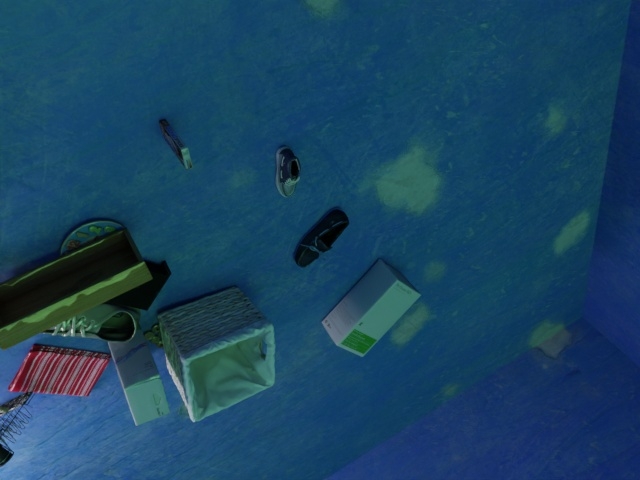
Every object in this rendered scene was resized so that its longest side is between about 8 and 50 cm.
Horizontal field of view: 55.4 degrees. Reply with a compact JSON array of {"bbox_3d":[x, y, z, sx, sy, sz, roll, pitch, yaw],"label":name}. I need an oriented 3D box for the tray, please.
[{"bbox_3d":[-0.687,0.123,1.665,0.411,0.203,0.076,-26,130,-17],"label":"tray"}]

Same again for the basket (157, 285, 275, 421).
[{"bbox_3d":[-0.354,0.379,2.110,0.331,0.266,0.328,-19,133,-25],"label":"basket"}]

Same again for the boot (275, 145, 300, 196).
[{"bbox_3d":[-0.100,-0.201,1.940,0.069,0.086,0.190,-22,134,-17],"label":"boot"}]

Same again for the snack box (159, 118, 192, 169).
[{"bbox_3d":[-0.387,-0.259,1.631,0.022,0.178,0.064,-24,135,-19],"label":"snack box"}]

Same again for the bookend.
[{"bbox_3d":[-0.578,0.124,1.901,0.157,0.072,0.156,21,110,-42],"label":"bookend"}]

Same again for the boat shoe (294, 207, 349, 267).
[{"bbox_3d":[0.000,0.000,2.173,0.109,0.089,0.258,19,113,-42],"label":"boat shoe"}]

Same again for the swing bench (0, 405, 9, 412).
[{"bbox_3d":[-1.098,0.464,1.742,0.165,0.254,0.253,-61,149,-32],"label":"swing bench"}]

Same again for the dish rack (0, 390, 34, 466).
[{"bbox_3d":[-0.983,0.588,1.865,0.208,0.271,0.074,-26,114,18],"label":"dish rack"}]

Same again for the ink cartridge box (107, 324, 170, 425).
[{"bbox_3d":[-0.599,0.426,1.988,0.117,0.278,0.201,-19,133,-21],"label":"ink cartridge box"}]

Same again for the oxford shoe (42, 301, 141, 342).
[{"bbox_3d":[-0.747,0.227,1.836,0.449,0.130,0.169,13,119,-38],"label":"oxford shoe"}]

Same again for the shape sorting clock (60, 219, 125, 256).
[{"bbox_3d":[-0.655,0.028,1.792,0.206,0.040,0.206,-18,133,-20],"label":"shape sorting clock"}]

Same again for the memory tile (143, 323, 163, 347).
[{"bbox_3d":[-0.534,0.313,2.132,0.148,0.012,0.113,-37,137,-2],"label":"memory tile"}]

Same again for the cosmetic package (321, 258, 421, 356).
[{"bbox_3d":[0.206,0.278,2.498,0.365,0.155,0.197,-49,134,12],"label":"cosmetic package"}]

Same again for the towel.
[{"bbox_3d":[-0.854,0.436,2.007,0.275,0.031,0.199,19,114,-42],"label":"towel"}]
